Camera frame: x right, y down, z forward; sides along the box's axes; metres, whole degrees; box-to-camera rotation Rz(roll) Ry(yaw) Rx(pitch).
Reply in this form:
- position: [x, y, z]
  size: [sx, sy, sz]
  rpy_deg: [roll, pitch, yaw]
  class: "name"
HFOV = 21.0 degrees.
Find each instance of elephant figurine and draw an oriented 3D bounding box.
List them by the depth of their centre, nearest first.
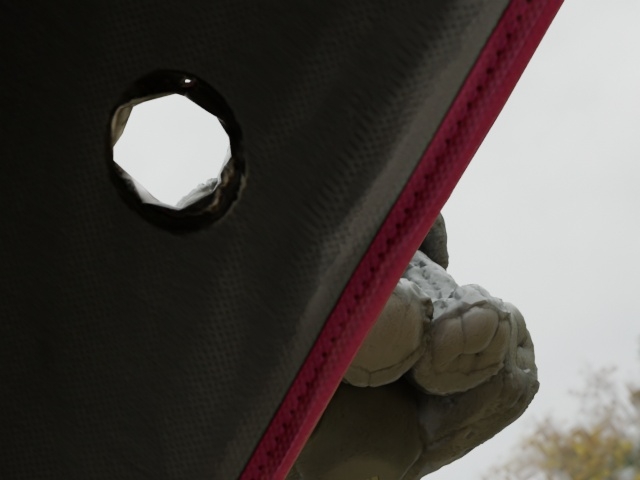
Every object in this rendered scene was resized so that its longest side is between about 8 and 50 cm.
- position: [0.000, 0.000, 0.836]
  size: [0.186, 0.239, 0.169]
  rpy_deg: [-32, -42, 11]
  class: "elephant figurine"

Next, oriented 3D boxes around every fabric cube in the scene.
- position: [-0.143, -0.037, 0.294]
  size: [0.259, 0.258, 0.254]
  rpy_deg: [-19, -38, -60]
  class: "fabric cube"
